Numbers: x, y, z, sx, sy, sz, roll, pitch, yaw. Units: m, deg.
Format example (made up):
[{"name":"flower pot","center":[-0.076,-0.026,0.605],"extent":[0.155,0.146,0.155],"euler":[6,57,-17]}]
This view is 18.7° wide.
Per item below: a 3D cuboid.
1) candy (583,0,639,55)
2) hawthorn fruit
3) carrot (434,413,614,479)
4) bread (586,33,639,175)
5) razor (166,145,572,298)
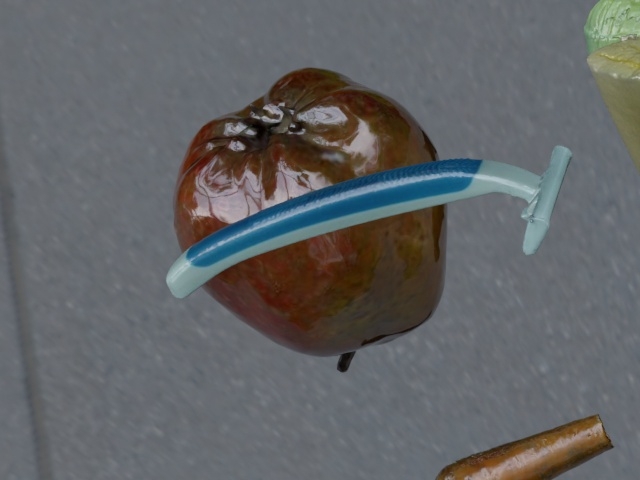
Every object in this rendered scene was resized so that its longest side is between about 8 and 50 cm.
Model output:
[{"name":"candy","center":[0.280,-0.309,1.846],"extent":[0.093,0.092,0.336],"euler":[-15,106,-17]},{"name":"hawthorn fruit","center":[0.000,0.000,1.489],"extent":[0.208,0.248,0.208],"euler":[-13,38,10]},{"name":"carrot","center":[0.176,0.196,1.702],"extent":[0.161,0.055,0.055],"euler":[-25,64,-1]},{"name":"bread","center":[0.318,-0.090,1.683],"extent":[0.060,0.178,0.139],"euler":[-44,35,-22]},{"name":"razor","center":[0.014,-0.009,0.854],"extent":[0.191,0.037,0.068],"euler":[-12,24,24]}]
